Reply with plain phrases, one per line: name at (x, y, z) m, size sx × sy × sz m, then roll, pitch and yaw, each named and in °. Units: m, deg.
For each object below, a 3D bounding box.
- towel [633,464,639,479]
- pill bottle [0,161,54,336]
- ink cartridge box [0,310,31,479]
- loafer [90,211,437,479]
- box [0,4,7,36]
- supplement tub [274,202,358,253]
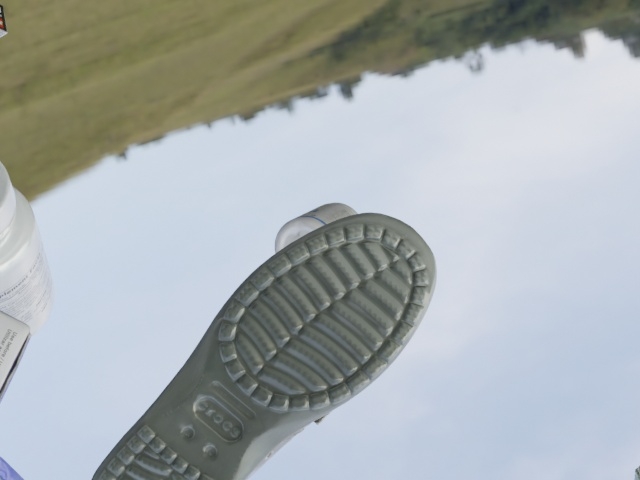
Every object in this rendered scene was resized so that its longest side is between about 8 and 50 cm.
towel at (0.287, 0.253, 1.090) m, size 0.027 × 0.148 × 0.110 m, roll -24°, pitch -135°, yaw -6°
pill bottle at (-0.350, 0.009, 1.373) m, size 0.131 × 0.229 × 0.131 m, roll 1°, pitch -121°, yaw -2°
ink cartridge box at (-0.412, 0.138, 1.052) m, size 0.151 × 0.395 × 0.270 m, roll -43°, pitch -158°, yaw 54°
loafer at (-0.036, 0.078, 0.798) m, size 0.251 × 0.094 × 0.087 m, roll -42°, pitch -178°, yaw 4°
box at (-0.434, -0.235, 1.378) m, size 0.114 × 0.036 × 0.207 m, roll -24°, pitch 158°, yaw 25°
supplement tub at (0.000, 0.000, 1.485) m, size 0.071 × 0.071 × 0.107 m, roll -9°, pitch -172°, yaw 23°
